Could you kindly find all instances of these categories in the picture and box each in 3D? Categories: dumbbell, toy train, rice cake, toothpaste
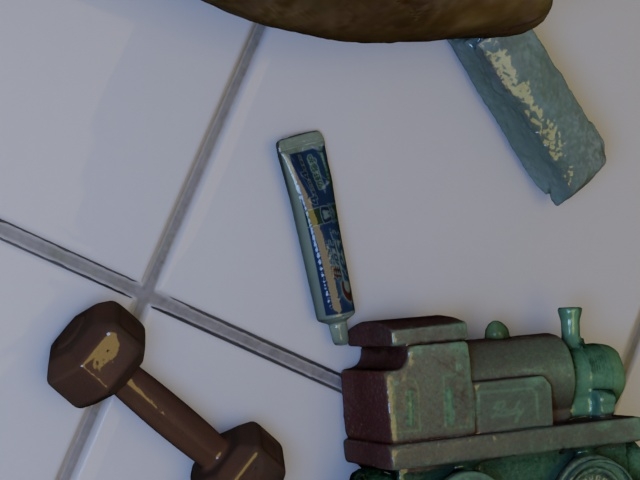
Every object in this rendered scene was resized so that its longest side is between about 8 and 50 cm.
[{"bbox_3d":[-0.132,0.149,1.458,0.082,0.092,0.231,-42,112,12],"label":"dumbbell"},{"bbox_3d":[0.164,0.176,1.570,0.304,0.150,0.221,-3,88,-23],"label":"toy train"},{"bbox_3d":[0.199,-0.133,1.609,0.069,0.063,0.206,-39,108,-21],"label":"rice cake"},{"bbox_3d":[0.000,0.000,1.539,0.057,0.035,0.197,-17,99,-40],"label":"toothpaste"}]

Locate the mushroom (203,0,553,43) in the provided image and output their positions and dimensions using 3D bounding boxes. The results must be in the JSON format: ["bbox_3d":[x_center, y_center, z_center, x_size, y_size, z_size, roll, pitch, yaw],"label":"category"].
[{"bbox_3d":[0.011,-0.258,1.413,0.313,0.224,0.397,-35,131,6],"label":"mushroom"}]
